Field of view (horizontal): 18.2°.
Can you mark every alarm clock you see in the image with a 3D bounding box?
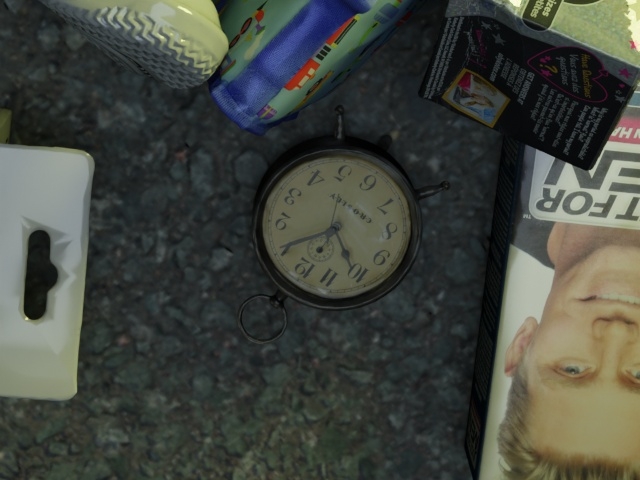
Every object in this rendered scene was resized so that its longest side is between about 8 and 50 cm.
[{"bbox_3d":[0.000,0.000,1.539,0.129,0.064,0.192,36,98,-10],"label":"alarm clock"}]

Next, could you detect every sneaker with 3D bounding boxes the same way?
[{"bbox_3d":[-0.149,-0.262,1.355,0.210,0.366,0.137,-52,142,2],"label":"sneaker"}]

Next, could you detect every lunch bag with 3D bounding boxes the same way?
[{"bbox_3d":[0.017,-0.180,1.376,0.138,0.293,0.221,43,98,-12],"label":"lunch bag"}]

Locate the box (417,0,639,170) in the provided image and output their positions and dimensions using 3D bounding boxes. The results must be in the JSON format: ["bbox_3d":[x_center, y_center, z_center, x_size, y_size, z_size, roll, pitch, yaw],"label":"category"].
[{"bbox_3d":[0.187,-0.204,1.378,0.142,0.163,0.247,23,67,4],"label":"box"}]

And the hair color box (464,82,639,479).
[{"bbox_3d":[0.218,0.022,1.532,0.174,0.105,0.347,5,105,-3],"label":"hair color box"}]

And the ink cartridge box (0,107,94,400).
[{"bbox_3d":[-0.346,-0.002,1.496,0.353,0.119,0.207,6,103,-3],"label":"ink cartridge box"}]
